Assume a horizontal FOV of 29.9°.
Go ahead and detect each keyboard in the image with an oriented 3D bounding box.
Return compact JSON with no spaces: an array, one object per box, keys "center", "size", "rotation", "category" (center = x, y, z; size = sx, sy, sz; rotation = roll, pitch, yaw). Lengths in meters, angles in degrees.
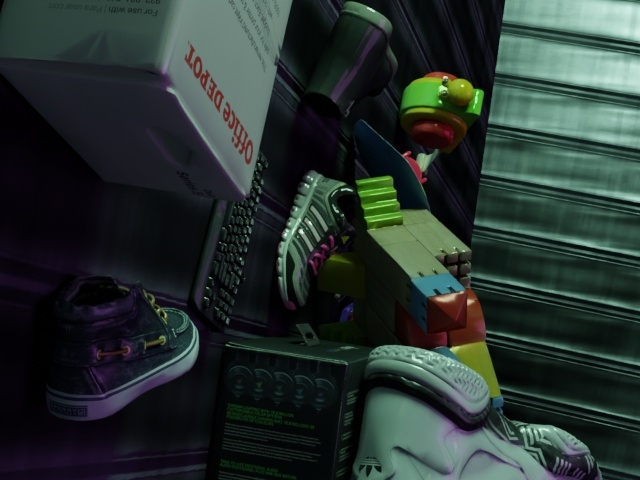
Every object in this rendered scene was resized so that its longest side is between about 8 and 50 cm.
[{"center":[-0.080,-0.004,1.130],"size":[0.108,0.023,0.180],"rotation":[65,36,-66],"category":"keyboard"}]

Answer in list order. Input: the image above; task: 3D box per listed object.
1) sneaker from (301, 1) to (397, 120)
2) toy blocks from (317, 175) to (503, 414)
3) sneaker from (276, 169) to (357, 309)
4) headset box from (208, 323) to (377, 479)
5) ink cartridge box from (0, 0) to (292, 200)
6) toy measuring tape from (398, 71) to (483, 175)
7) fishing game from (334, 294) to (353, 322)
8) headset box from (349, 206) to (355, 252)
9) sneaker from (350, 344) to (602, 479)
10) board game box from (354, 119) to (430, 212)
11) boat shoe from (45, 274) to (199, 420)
[{"center":[0.026,-0.186,1.391],"size":[0.118,0.083,0.222],"rotation":[-61,170,-6],"category":"sneaker"},{"center":[0.127,0.143,1.451],"size":[0.261,0.191,0.381],"rotation":[-129,-146,-60],"category":"toy blocks"},{"center":[0.000,0.000,1.346],"size":[0.063,0.075,0.170],"rotation":[73,28,-60],"category":"sneaker"},{"center":[-0.021,0.231,1.271],"size":[0.246,0.131,0.283],"rotation":[6,92,-76],"category":"headset box"},{"center":[-0.093,-0.188,0.778],"size":[0.198,0.115,0.273],"rotation":[59,40,-68],"category":"ink cartridge box"},{"center":[0.168,-0.188,1.951],"size":[0.330,0.121,0.121],"rotation":[127,-23,-70],"category":"toy measuring tape"},{"center":[0.050,0.162,1.719],"size":[0.189,0.041,0.264],"rotation":[-45,141,-64],"category":"fishing game"},{"center":[0.063,-0.018,1.682],"size":[0.062,0.032,0.083],"rotation":[-63,156,-55],"category":"headset box"},{"center":[0.153,0.271,1.253],"size":[0.366,0.137,0.210],"rotation":[36,64,-36],"category":"sneaker"},{"center":[0.105,-0.094,1.571],"size":[0.033,0.168,0.133],"rotation":[-33,140,-14],"category":"board game box"},{"center":[-0.133,0.060,0.856],"size":[0.183,0.065,0.083],"rotation":[-37,135,-70],"category":"boat shoe"}]
